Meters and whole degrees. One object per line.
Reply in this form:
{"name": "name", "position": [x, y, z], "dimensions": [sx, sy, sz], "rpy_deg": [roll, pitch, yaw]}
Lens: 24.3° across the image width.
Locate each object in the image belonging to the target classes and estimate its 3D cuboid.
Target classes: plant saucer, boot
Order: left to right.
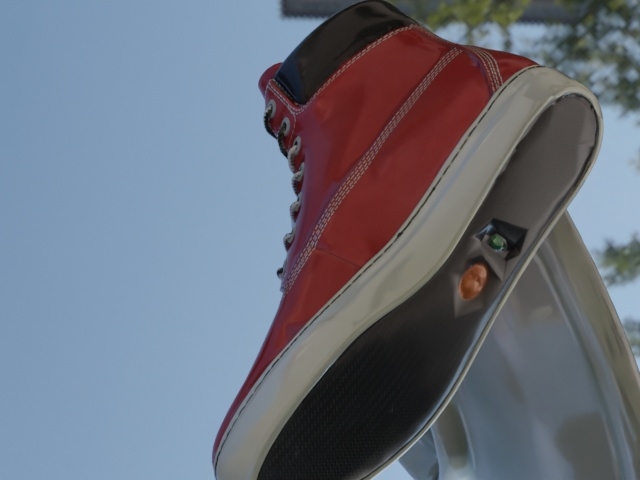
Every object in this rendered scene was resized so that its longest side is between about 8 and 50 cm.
{"name": "boot", "position": [0.000, 0.000, 0.715], "dimensions": [0.176, 0.244, 0.088], "rpy_deg": [31, 172, 42]}
{"name": "plant saucer", "position": [0.071, 0.050, 0.966], "dimensions": [0.100, 0.400, 0.400], "rpy_deg": [-26, -108, -12]}
